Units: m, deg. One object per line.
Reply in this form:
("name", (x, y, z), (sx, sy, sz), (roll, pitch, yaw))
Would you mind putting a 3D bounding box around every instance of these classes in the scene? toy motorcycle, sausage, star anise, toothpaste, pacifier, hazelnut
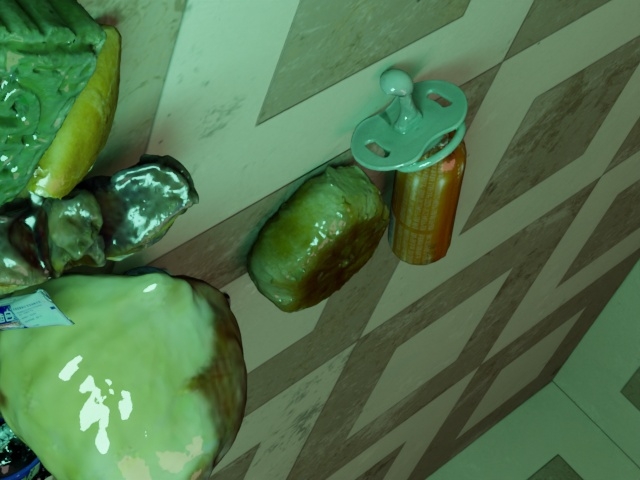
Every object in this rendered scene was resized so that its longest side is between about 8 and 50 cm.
("toy motorcycle", (-0.335, 0.237, 1.682), (0.169, 0.113, 0.315), (-31, 169, -7))
("sausage", (0.140, -0.071, 2.052), (0.093, 0.093, 0.312), (-39, 161, -17))
("star anise", (-0.213, -0.019, 1.358), (0.214, 0.099, 0.220), (-25, -179, 4))
("toothpaste", (-0.282, 0.065, 1.392), (0.170, 0.045, 0.028), (-8, -143, 45))
("pacifier", (0.100, -0.145, 1.793), (0.150, 0.127, 0.116), (-34, 136, -10))
("hazelnut", (-0.186, 0.120, 1.487), (0.261, 0.261, 0.241), (-28, 163, -41))

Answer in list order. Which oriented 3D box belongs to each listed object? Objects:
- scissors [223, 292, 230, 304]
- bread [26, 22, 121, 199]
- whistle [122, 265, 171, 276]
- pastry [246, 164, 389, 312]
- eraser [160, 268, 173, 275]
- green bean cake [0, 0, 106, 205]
("scissors", (-0.150, 0.149, 1.944), (0.085, 0.022, 0.176), (-26, 135, -56))
("bread", (-0.190, -0.109, 1.261), (0.154, 0.054, 0.136), (-111, -139, -74))
("whistle", (-0.197, 0.074, 1.647), (0.158, 0.090, 0.090), (-23, 153, -47))
("pastry", (0.000, 0.000, 1.899), (0.192, 0.093, 0.182), (-44, 160, 2))
("eraser", (-0.195, 0.068, 1.742), (0.038, 0.019, 0.083), (-14, 145, -56))
("green bean cake", (-0.262, -0.102, 1.108), (0.185, 0.094, 0.183), (-8, 141, -54))
